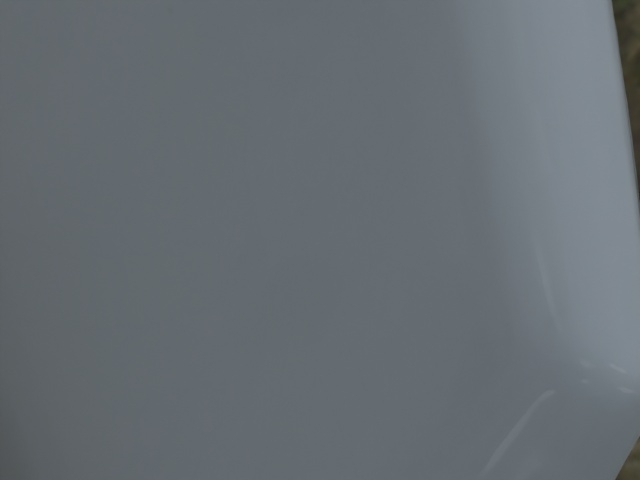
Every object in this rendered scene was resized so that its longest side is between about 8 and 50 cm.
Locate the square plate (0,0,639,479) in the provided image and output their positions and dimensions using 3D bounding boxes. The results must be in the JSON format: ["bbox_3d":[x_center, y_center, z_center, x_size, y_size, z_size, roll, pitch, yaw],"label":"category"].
[{"bbox_3d":[0.000,0.000,0.487,0.049,0.347,0.344,6,124,32],"label":"square plate"}]
